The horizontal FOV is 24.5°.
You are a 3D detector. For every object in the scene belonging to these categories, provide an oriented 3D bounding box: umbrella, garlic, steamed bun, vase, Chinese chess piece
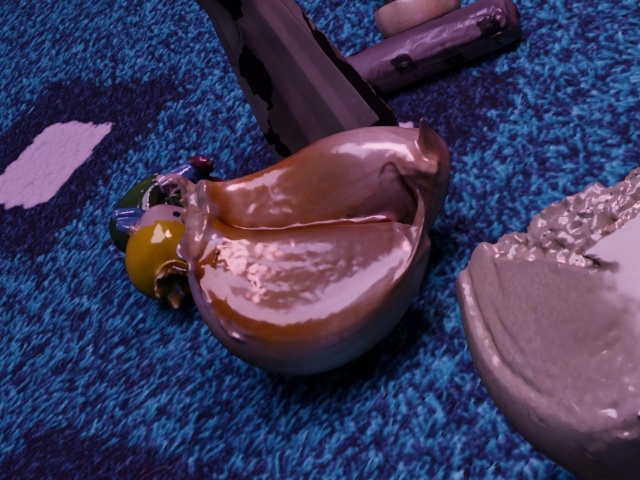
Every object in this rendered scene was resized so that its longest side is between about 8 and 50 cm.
[{"bbox_3d":[0.112,-0.245,1.994,0.337,0.067,0.073,-20,25,24],"label":"umbrella"},{"bbox_3d":[0.000,0.000,1.644,0.313,0.249,0.286,-9,19,4],"label":"garlic"},{"bbox_3d":[0.257,0.106,1.226,0.272,0.290,0.273,-30,38,35],"label":"steamed bun"},{"bbox_3d":[-0.035,-0.205,1.794,0.165,0.360,0.165,-23,34,17],"label":"vase"},{"bbox_3d":[0.135,-0.320,2.040,0.122,0.051,0.122,-23,4,2],"label":"Chinese chess piece"}]

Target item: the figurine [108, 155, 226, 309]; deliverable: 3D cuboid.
[{"bbox_3d":[-0.180,-0.013,1.918,0.185,0.127,0.234,-31,21,-9],"label":"figurine"}]
